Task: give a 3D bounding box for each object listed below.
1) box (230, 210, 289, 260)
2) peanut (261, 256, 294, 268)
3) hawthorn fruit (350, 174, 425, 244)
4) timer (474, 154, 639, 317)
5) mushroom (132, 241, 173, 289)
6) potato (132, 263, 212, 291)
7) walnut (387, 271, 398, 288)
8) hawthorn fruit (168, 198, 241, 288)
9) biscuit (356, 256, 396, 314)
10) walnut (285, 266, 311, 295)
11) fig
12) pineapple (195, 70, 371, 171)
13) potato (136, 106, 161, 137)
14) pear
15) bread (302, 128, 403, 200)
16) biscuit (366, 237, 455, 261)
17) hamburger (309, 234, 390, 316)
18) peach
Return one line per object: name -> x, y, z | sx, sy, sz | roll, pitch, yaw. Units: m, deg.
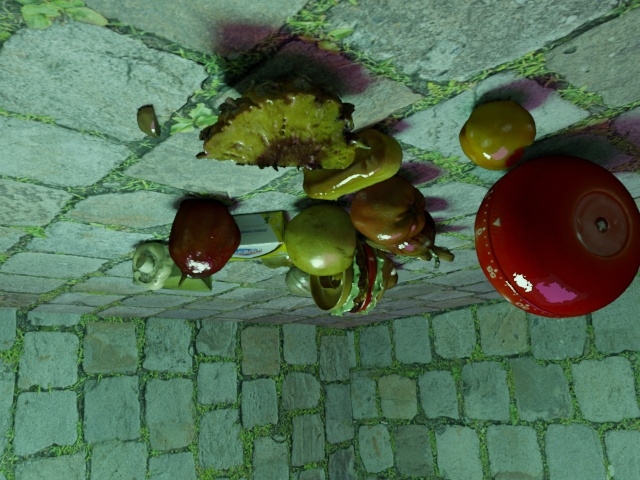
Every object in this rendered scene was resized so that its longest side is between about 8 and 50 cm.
box -> -0.223, -0.007, 1.683 | 0.265, 0.097, 0.168 | -5, 165, 4
peanut -> -0.121, 0.040, 1.856 | 0.120, 0.110, 0.236 | -15, 173, -29
hawthorn fruit -> 0.164, -0.072, 1.413 | 0.189, 0.189, 0.189 | -3, 164, -1
timer -> 0.553, -0.011, 1.329 | 0.377, 0.378, 0.279 | 1, 167, -17
mushroom -> -0.540, 0.081, 1.830 | 0.154, 0.154, 0.122 | -10, 169, 22
potato -> -0.523, 0.102, 1.994 | 0.255, 0.112, 0.269 | 0, 161, 0
walnut -> 0.264, 0.151, 2.364 | 0.115, 0.116, 0.207 | -8, 171, 14
hawthorn fruit -> -0.320, 0.007, 1.505 | 0.189, 0.251, 0.189 | 20, 156, 9
biscuit -> 0.207, 0.166, 2.110 | 0.205, 0.049, 0.324 | -41, 159, -29
walnut -> -0.061, 0.147, 2.212 | 0.140, 0.140, 0.162 | -11, 174, 24
fig -> 0.270, -0.022, 1.635 | 0.201, 0.148, 0.149 | 9, 154, -12
pineapple -> -0.055, -0.219, 0.960 | 0.334, 0.158, 0.161 | 0, 126, -30
potato -> -0.317, -0.209, 1.052 | 0.037, 0.036, 0.093 | -5, 166, -9
pear -> 0.000, 0.000, 1.568 | 0.208, 0.209, 0.209 | -3, 164, -1
bread -> 0.059, -0.158, 1.217 | 0.094, 0.102, 0.245 | 2, 166, -44
biscuit -> 0.278, 0.011, 1.811 | 0.339, 0.047, 0.216 | 8, -168, -40
hamburger -> 0.107, 0.110, 1.878 | 0.212, 0.275, 0.274 | 1, 164, -30
peach -> 0.331, -0.198, 1.082 | 0.138, 0.138, 0.138 | -3, 164, -1
